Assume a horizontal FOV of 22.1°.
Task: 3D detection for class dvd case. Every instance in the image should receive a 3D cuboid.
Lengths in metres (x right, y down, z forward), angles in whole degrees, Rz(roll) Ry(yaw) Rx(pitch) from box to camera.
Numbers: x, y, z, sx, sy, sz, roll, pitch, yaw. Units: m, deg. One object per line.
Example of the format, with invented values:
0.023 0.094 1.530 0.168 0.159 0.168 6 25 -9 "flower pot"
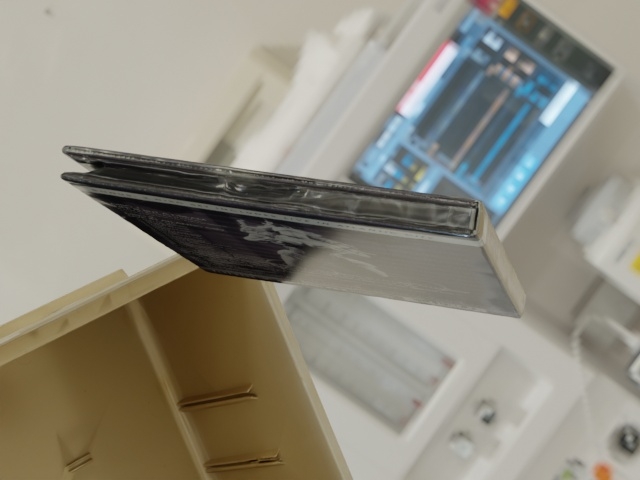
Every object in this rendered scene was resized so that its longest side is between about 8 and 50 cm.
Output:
0.000 0.000 0.716 0.221 0.164 0.018 42 -123 -75 "dvd case"

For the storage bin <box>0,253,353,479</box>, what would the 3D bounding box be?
-0.114 0.165 0.850 0.260 0.262 0.123 -27 8 -41 "storage bin"
